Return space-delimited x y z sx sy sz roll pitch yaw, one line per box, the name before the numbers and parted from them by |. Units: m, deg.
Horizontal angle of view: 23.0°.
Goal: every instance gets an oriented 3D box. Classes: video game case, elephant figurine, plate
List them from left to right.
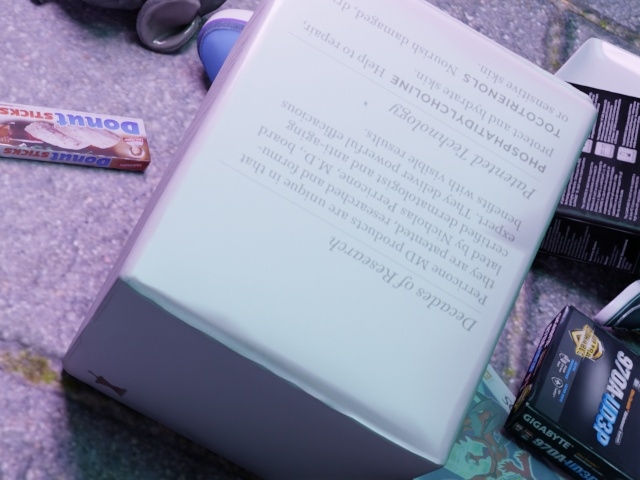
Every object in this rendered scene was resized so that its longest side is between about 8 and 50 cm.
elephant figurine | -0.181 -0.313 1.888 0.239 0.186 0.169 30 75 -43
video game case | 0.170 0.237 1.721 0.201 0.023 0.183 -23 68 -41
plate | 0.437 -0.157 2.160 0.277 0.045 0.278 28 42 17

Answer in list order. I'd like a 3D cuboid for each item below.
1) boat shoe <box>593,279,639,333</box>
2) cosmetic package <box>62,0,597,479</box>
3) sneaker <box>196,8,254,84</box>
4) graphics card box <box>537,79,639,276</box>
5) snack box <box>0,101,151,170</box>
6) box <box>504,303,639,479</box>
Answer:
boat shoe | 0.408 0.094 1.940 0.083 0.065 0.183 53 33 15
cosmetic package | 0.000 0.000 1.520 0.327 0.329 0.394 30 67 -7
sneaker | -0.061 -0.110 1.792 0.323 0.130 0.236 45 40 2
graphics card box | 0.377 -0.074 1.963 0.370 0.094 0.233 12 50 7
snack box | -0.278 -0.115 1.743 0.178 0.022 0.064 5 50 -28
box | 0.318 0.191 1.810 0.175 0.051 0.220 36 36 0
